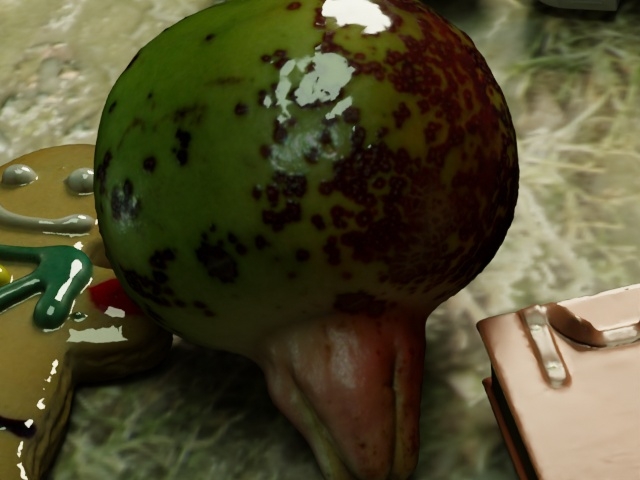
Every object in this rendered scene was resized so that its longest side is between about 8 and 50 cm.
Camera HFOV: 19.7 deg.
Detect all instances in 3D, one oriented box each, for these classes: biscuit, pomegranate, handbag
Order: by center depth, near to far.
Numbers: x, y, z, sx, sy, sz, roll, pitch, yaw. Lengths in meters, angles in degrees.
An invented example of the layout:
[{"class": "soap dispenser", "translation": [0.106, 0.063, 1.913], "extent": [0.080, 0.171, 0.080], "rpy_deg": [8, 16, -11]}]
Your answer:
[{"class": "handbag", "translation": [0.154, 0.098, 0.820], "extent": [0.127, 0.063, 0.190], "rpy_deg": [-12, 43, -4]}, {"class": "pomegranate", "translation": [0.000, 0.000, 0.878], "extent": [0.214, 0.214, 0.248], "rpy_deg": [-12, 73, -4]}, {"class": "biscuit", "translation": [-0.175, 0.044, 0.950], "extent": [0.197, 0.049, 0.301], "rpy_deg": [9, 42, 16]}]

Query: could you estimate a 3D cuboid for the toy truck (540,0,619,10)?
[{"class": "toy truck", "translation": [0.225, -0.190, 1.117], "extent": [0.216, 0.110, 0.116], "rpy_deg": [5, 53, 14]}]
